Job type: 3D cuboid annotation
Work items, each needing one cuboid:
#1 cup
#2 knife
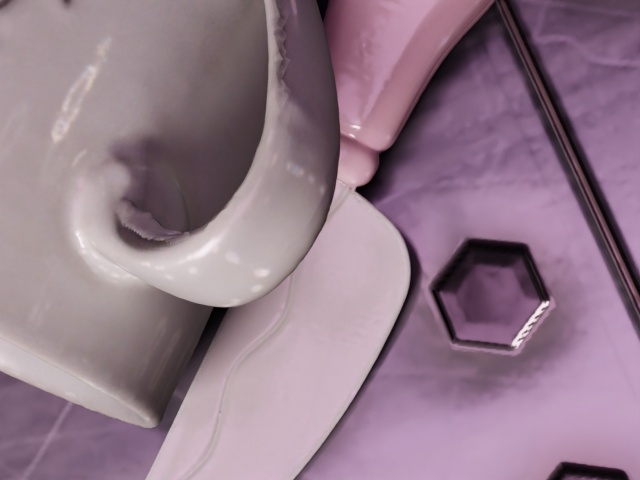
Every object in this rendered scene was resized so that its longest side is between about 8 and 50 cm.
[{"bbox_3d":[-0.075,-0.063,0.545,0.258,0.186,0.234,13,73,47],"label":"cup"},{"bbox_3d":[0.003,0.001,0.609,0.081,0.043,0.336,22,90,13],"label":"knife"}]
